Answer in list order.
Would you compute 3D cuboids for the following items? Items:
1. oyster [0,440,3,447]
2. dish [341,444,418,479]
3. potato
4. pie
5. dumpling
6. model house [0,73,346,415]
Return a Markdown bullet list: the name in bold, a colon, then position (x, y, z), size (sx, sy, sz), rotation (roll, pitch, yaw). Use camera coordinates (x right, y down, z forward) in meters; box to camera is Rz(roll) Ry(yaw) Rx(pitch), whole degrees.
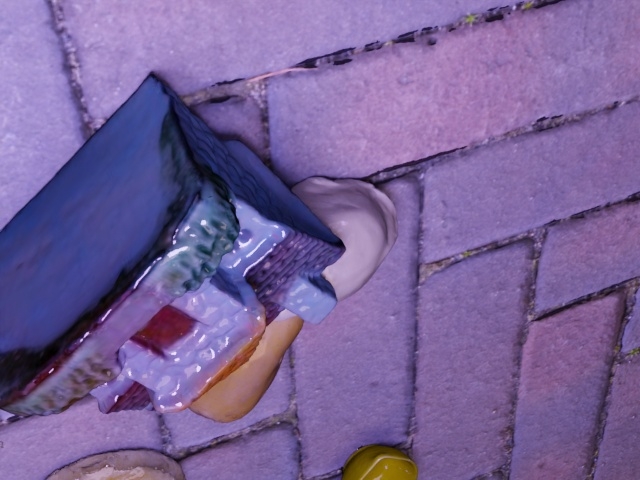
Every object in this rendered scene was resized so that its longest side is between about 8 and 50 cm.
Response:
- **oyster**: position (-0.504, 0.274, 1.395), size (0.214, 0.083, 0.223), rotation (-13, 152, 32)
- **dish**: position (0.093, 0.424, 1.946), size (0.148, 0.080, 0.208), rotation (-19, 136, -20)
- **potato**: position (-0.114, 0.153, 1.513), size (0.146, 0.150, 0.234), rotation (19, 119, -19)
- **pie**: position (-0.336, 0.426, 1.709), size (0.274, 0.055, 0.274), rotation (-16, 136, -17)
- **dumpling**: position (0.000, 0.000, 1.437), size (0.250, 0.132, 0.162), rotation (-34, 104, -23)
- **model house**: position (-0.165, 0.077, 1.269), size (0.360, 0.297, 0.339), rotation (-44, 130, 11)
